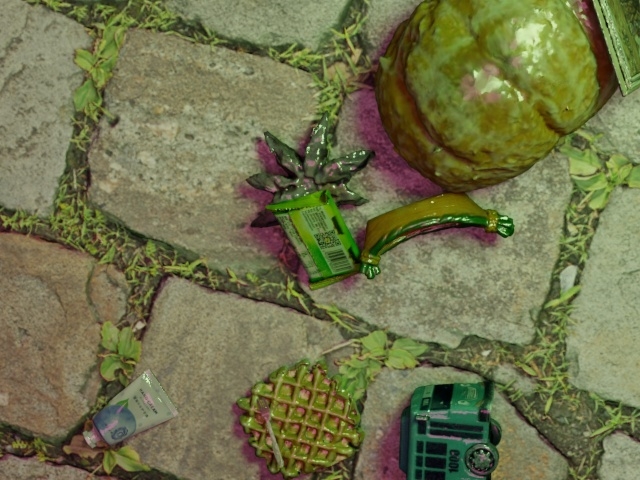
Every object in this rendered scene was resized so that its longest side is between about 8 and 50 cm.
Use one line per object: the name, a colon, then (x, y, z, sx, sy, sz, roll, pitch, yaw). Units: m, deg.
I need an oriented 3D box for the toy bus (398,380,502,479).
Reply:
toy bus: (0.188, 0.337, 1.798, 0.147, 0.128, 0.255, 3, 103, 8)

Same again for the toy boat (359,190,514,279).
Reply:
toy boat: (0.156, -0.014, 1.749, 0.230, 0.089, 0.088, -19, 84, 7)

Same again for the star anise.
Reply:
star anise: (-0.018, -0.088, 1.772, 0.205, 0.061, 0.180, -12, 99, 10)

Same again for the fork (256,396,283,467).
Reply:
fork: (-0.074, 0.286, 1.846, 0.016, 0.012, 0.115, -15, 99, 16)

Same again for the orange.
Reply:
orange: (0.235, -0.234, 1.638, 0.369, 0.210, 0.271, -39, 83, 15)

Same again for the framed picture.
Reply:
framed picture: (0.393, -0.337, 1.600, 0.017, 0.217, 0.274, -14, 102, 37)

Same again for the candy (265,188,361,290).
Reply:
candy: (0.000, -0.001, 1.768, 0.102, 0.032, 0.178, -13, 131, 19)

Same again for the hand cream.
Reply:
hand cream: (-0.299, 0.269, 1.891, 0.142, 0.053, 0.084, -32, 95, 2)

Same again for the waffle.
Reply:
waffle: (-0.031, 0.271, 1.859, 0.184, 0.036, 0.169, -26, 94, 12)
